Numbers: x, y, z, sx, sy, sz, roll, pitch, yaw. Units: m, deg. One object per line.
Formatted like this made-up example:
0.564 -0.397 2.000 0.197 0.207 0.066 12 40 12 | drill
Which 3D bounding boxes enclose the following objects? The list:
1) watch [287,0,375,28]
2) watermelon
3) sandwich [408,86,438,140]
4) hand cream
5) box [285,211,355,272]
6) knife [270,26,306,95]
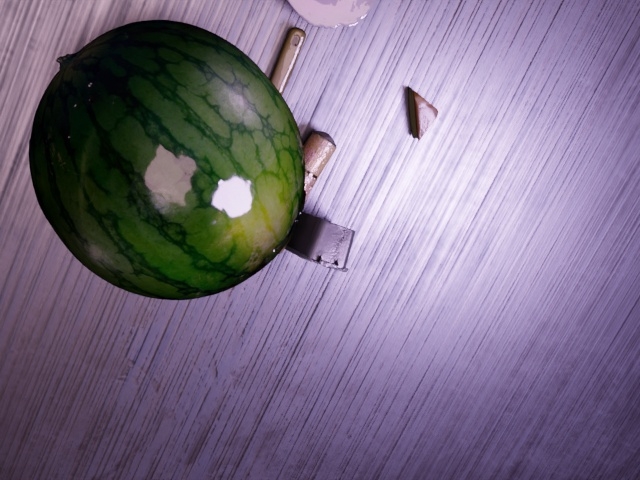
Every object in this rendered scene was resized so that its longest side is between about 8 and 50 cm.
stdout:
0.029 -0.399 0.904 0.196 0.231 0.244 2 106 -20 | watch
-0.191 -0.097 0.899 0.363 0.363 0.363 -6 112 -15 | watermelon
0.166 -0.205 1.129 0.044 0.031 0.083 -13 116 -7 | sandwich
-0.044 -0.080 1.090 0.084 0.084 0.203 31 94 -25 | hand cream
0.000 0.000 1.113 0.084 0.122 0.069 18 92 -24 | box
-0.097 -0.182 1.067 0.047 0.017 0.297 17 108 -20 | knife
